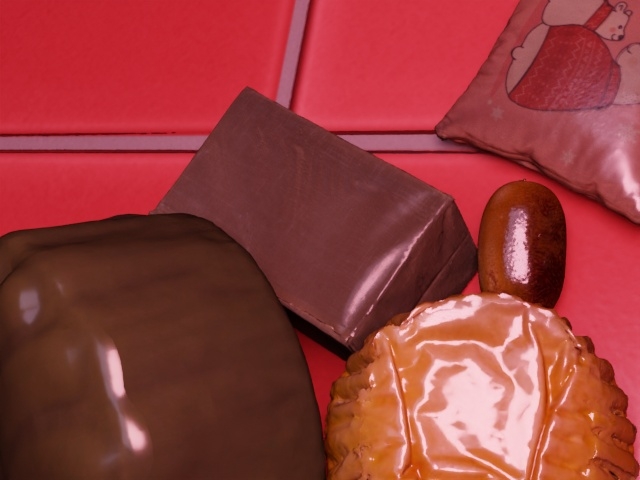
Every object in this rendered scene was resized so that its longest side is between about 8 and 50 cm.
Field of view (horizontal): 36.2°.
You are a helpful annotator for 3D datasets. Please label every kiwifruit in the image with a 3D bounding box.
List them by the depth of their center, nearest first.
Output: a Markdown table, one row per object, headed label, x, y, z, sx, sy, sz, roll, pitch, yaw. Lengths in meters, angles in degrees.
| label | x | y | z | sx | sy | sz | roll | pitch | yaw |
| --- | --- | --- | --- | --- | --- | --- | --- | --- | --- |
| kiwifruit | 0.172 | 0.009 | 0.840 | 0.075 | 0.075 | 0.124 | 0 | 84 | 22 |

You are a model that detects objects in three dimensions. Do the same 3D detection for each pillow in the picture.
| label | x | y | z | sx | sy | sz | roll | pitch | yaw |
| --- | --- | --- | --- | --- | --- | --- | --- | --- | --- |
| pillow | 0.244 | -0.149 | 0.871 | 0.223 | 0.084 | 0.236 | 27 | 80 | 29 |

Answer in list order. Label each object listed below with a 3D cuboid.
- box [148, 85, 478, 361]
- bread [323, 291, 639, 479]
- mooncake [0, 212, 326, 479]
| label | x | y | z | sx | sy | sz | roll | pitch | yaw |
| --- | --- | --- | --- | --- | --- | --- | --- | --- | --- |
| box | 0.000 | 0.000 | 0.872 | 0.231 | 0.155 | 0.149 | 32 | 81 | 30 |
| bread | 0.114 | 0.147 | 0.697 | 0.240 | 0.139 | 0.239 | -1 | 74 | 2 |
| mooncake | -0.164 | 0.157 | 0.770 | 0.356 | 0.194 | 0.356 | 14 | 108 | 51 |
